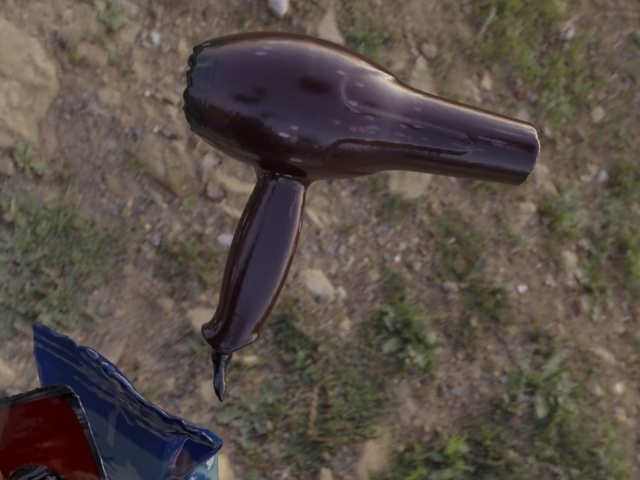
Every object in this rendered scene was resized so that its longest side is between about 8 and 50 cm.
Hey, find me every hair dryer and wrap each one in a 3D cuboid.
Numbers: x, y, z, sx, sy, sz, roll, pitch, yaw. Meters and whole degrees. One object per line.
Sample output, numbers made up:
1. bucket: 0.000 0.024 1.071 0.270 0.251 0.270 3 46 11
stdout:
1. hair dryer: 0.000 0.000 1.093 0.313 0.123 0.340 16 102 -8

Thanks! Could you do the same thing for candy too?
1. candy: -0.148 0.205 1.019 0.187 0.331 0.077 26 52 21

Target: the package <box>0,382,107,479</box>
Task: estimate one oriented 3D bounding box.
1. package: -0.183 0.237 0.803 0.071 0.194 0.269 6 70 -52
